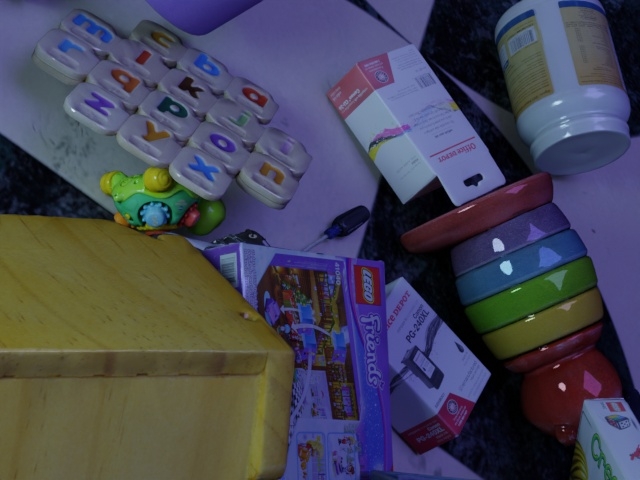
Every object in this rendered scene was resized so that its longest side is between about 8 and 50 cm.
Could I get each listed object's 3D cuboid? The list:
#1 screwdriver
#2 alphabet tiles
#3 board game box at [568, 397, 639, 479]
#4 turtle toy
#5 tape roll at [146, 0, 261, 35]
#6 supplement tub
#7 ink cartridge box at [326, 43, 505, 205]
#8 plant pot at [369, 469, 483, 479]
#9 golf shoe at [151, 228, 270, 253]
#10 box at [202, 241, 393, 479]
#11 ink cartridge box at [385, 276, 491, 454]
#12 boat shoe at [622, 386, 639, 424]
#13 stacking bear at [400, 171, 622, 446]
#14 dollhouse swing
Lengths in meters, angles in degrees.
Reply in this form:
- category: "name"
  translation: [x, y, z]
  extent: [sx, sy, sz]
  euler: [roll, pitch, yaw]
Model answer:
- category: "screwdriver"
  translation: [0.000, 0.000, 1.752]
  extent: [0.170, 0.025, 0.024]
  euler: [-33, 90, -49]
- category: "alphabet tiles"
  translation: [-0.142, -0.130, 1.619]
  extent: [0.284, 0.021, 0.278]
  euler: [31, 26, -4]
- category: "board game box"
  translation: [0.316, 0.322, 1.642]
  extent: [0.053, 0.193, 0.305]
  euler: [-1, 29, -11]
- category: "turtle toy"
  translation: [-0.147, -0.037, 1.598]
  extent: [0.130, 0.095, 0.066]
  euler: [-1, 88, -42]
- category: "tape roll"
  translation: [-0.154, -0.351, 1.696]
  extent: [0.275, 0.090, 0.274]
  euler: [51, 22, -30]
- category: "supplement tub"
  translation: [0.305, -0.197, 2.063]
  extent: [0.144, 0.144, 0.199]
  euler: [10, 60, -39]
- category: "ink cartridge box"
  translation: [0.111, -0.118, 1.881]
  extent: [0.115, 0.067, 0.198]
  euler: [-25, 77, -47]
- category: "plant pot"
  translation: [0.180, 0.358, 1.479]
  extent: [0.247, 0.248, 0.252]
  euler: [9, 88, -20]
- category: "golf shoe"
  translation: [-0.097, 0.027, 1.619]
  extent: [0.198, 0.077, 0.094]
  euler: [29, 38, -37]
- category: "box"
  translation: [-0.018, 0.157, 1.552]
  extent: [0.201, 0.057, 0.293]
  euler: [8, 76, -46]
- category: "ink cartridge box"
  translation: [0.094, 0.130, 1.731]
  extent: [0.150, 0.063, 0.109]
  euler: [47, 43, -11]
- category: "boat shoe"
  translation: [0.354, 0.319, 1.833]
  extent: [0.158, 0.127, 0.340]
  euler: [35, 38, -14]
- category: "stacking bear"
  translation: [0.241, 0.085, 1.836]
  extent: [0.175, 0.164, 0.289]
  euler: [-20, 85, -47]
- category: "dollhouse swing"
  translation: [-0.243, 0.179, 1.365]
  extent: [0.347, 0.305, 0.315]
  euler: [2, 25, -33]
